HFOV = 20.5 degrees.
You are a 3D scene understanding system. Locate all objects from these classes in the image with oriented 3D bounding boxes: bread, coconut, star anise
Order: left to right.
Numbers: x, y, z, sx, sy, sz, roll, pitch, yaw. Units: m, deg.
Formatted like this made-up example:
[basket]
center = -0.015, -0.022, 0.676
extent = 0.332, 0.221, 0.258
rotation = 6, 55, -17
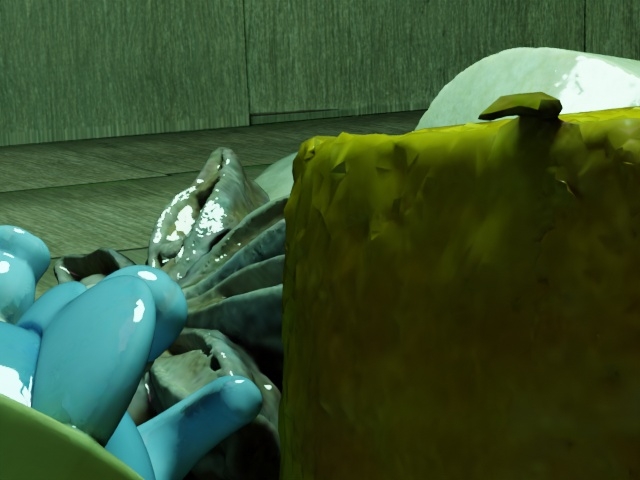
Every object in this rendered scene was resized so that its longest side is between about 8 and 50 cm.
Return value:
[star anise]
center = -0.056, 0.062, 0.784
extent = 0.236, 0.109, 0.223
rotation = 2, 49, 52
[coconut]
center = 0.145, -0.013, 1.039
extent = 0.202, 0.202, 0.222
rotation = 3, 5, 29
[bread]
center = 0.164, 0.050, 0.594
extent = 0.398, 0.215, 0.398
rotation = -5, 4, 0

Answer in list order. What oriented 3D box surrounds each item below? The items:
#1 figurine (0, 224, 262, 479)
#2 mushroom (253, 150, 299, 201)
[figurine]
center = -0.116, 0.072, 0.581
extent = 0.180, 0.153, 0.262
rotation = -20, 29, 8
[mushroom]
center = 0.000, 0.000, 1.230
extent = 0.128, 0.128, 0.350
rotation = 1, 13, 22
